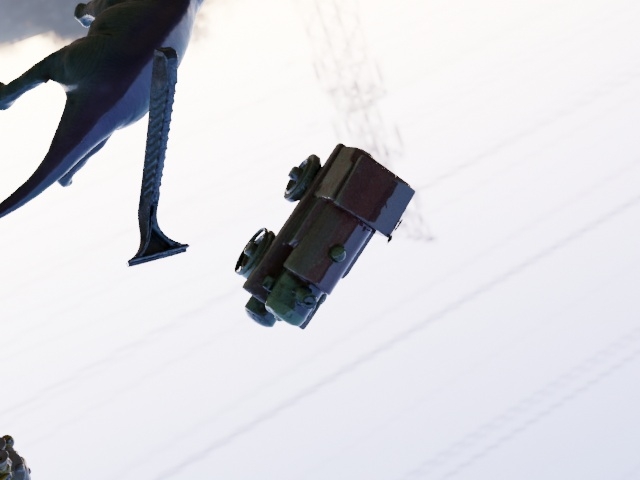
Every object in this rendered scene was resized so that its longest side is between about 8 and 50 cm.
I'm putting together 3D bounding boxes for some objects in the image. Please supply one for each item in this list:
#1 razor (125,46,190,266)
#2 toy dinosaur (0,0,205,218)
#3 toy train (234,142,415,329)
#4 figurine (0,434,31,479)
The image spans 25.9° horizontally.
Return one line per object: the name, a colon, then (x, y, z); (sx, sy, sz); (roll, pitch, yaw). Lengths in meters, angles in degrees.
razor: (-0.140, -0.072, 1.185); (0.066, 0.190, 0.033); (-17, -147, -42)
toy dinosaur: (-0.148, -0.195, 1.296); (0.331, 0.129, 0.383); (-27, -151, 37)
toy train: (0.000, 0.000, 2.024); (0.304, 0.150, 0.221); (-58, -162, -3)
figurine: (-0.406, 0.302, 1.787); (0.068, 0.101, 0.143); (-12, 175, -12)
